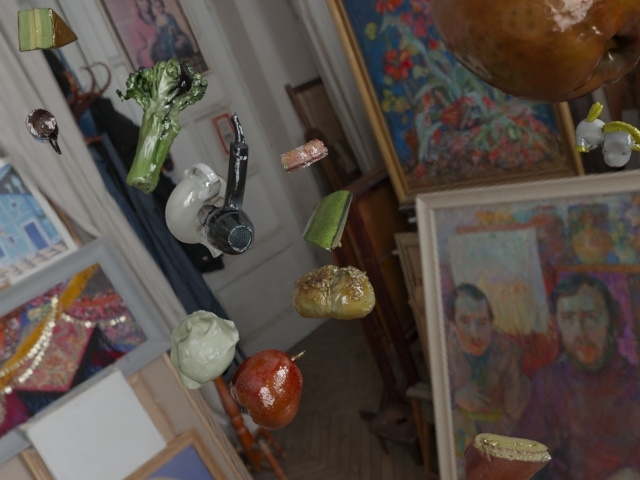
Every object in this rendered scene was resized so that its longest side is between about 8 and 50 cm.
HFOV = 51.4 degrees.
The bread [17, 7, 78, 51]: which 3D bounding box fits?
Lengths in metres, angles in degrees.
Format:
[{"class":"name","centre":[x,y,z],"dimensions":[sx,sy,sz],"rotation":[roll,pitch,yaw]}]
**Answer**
[{"class":"bread","centre":[-0.539,-0.394,1.329],"dimensions":[0.074,0.084,0.139],"rotation":[-6,-7,0]}]

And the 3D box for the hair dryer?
[{"class":"hair dryer","centre":[-0.175,-0.117,1.307],"dimensions":[0.091,0.272,0.235],"rotation":[7,11,-27]}]

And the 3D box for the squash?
[{"class":"squash","centre":[0.000,0.000,1.594],"dimensions":[0.093,0.170,0.252],"rotation":[16,37,5]}]

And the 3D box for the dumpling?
[{"class":"dumpling","centre":[-0.341,0.303,1.873],"dimensions":[0.258,0.193,0.147],"rotation":[-58,-11,20]}]

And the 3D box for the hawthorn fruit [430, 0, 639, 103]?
[{"class":"hawthorn fruit","centre":[0.484,-0.506,1.392],"dimensions":[0.471,0.472,0.472],"rotation":[-21,15,6]}]

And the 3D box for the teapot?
[{"class":"teapot","centre":[-0.316,-0.089,1.775],"dimensions":[0.204,0.298,0.139],"rotation":[-36,57,-27]}]

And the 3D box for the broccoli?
[{"class":"broccoli","centre":[-0.344,-0.239,1.410],"dimensions":[0.164,0.145,0.304],"rotation":[-1,64,23]}]

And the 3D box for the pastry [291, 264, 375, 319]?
[{"class":"pastry","centre":[0.045,0.182,2.463],"dimensions":[0.315,0.184,0.284],"rotation":[1,9,14]}]

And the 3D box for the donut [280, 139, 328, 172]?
[{"class":"donut","centre":[-0.039,-0.269,2.065],"dimensions":[0.117,0.065,0.166],"rotation":[-12,17,44]}]

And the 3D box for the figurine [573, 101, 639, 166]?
[{"class":"figurine","centre":[0.703,-0.244,1.612],"dimensions":[0.109,0.130,0.178],"rotation":[-27,48,-19]}]

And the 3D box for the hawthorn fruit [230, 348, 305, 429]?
[{"class":"hawthorn fruit","centre":[-0.120,0.369,1.743],"dimensions":[0.225,0.197,0.196],"rotation":[-46,23,-17]}]

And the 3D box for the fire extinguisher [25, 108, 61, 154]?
[{"class":"fire extinguisher","centre":[-0.435,-0.171,1.054],"dimensions":[0.045,0.078,0.157],"rotation":[-30,14,-17]}]

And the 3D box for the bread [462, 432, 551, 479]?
[{"class":"bread","centre":[0.324,0.427,1.244],"dimensions":[0.192,0.119,0.067],"rotation":[-60,-8,26]}]
